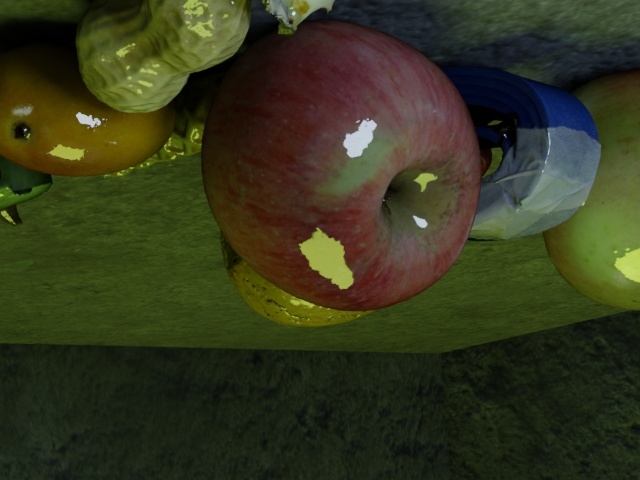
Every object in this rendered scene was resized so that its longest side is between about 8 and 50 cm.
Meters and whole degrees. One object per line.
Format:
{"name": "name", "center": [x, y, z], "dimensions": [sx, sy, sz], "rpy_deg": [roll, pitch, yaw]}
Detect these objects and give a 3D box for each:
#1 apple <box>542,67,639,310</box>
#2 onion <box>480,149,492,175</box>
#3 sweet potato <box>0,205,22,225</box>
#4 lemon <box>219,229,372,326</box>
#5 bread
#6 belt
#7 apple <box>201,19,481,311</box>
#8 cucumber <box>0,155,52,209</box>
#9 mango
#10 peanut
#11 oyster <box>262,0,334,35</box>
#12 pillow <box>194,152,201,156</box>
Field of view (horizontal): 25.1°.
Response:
{"name": "apple", "center": [0.430, -0.071, 1.856], "dimensions": [0.277, 0.319, 0.319], "rpy_deg": [-9, 167, 26]}
{"name": "onion", "center": [0.154, -0.136, 1.967], "dimensions": [0.150, 0.150, 0.140], "rpy_deg": [-8, 130, 19]}
{"name": "sweet potato", "center": [-0.485, -0.095, 2.048], "dimensions": [0.069, 0.059, 0.249], "rpy_deg": [-34, 151, 4]}
{"name": "lemon", "center": [0.000, 0.000, 2.108], "dimensions": [0.310, 0.257, 0.258], "rpy_deg": [-7, 171, -25]}
{"name": "bread", "center": [-0.188, -0.144, 1.788], "dimensions": [0.269, 0.087, 0.098], "rpy_deg": [-12, -165, 43]}
{"name": "belt", "center": [0.174, -0.107, 1.800], "dimensions": [0.347, 0.212, 0.117], "rpy_deg": [2, 175, 44]}
{"name": "apple", "center": [0.015, -0.088, 1.633], "dimensions": [0.345, 0.344, 0.269], "rpy_deg": [9, -167, -47]}
{"name": "cucumber", "center": [-0.457, -0.096, 1.885], "dimensions": [0.191, 0.130, 0.191], "rpy_deg": [-6, 172, -1]}
{"name": "mango", "center": [-0.266, -0.146, 1.622], "dimensions": [0.255, 0.175, 0.139], "rpy_deg": [-2, 130, -39]}
{"name": "peanut", "center": [-0.158, -0.214, 1.434], "dimensions": [0.136, 0.120, 0.298], "rpy_deg": [-1, 166, -34]}
{"name": "oyster", "center": [-0.021, -0.268, 1.322], "dimensions": [0.072, 0.133, 0.209], "rpy_deg": [36, -179, 16]}
{"name": "pillow", "center": [-0.075, -0.142, 1.954], "dimensions": [0.212, 0.052, 0.208], "rpy_deg": [0, 169, -37]}
